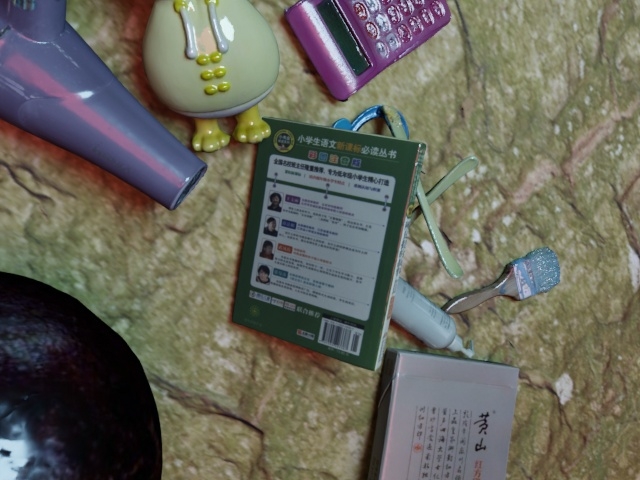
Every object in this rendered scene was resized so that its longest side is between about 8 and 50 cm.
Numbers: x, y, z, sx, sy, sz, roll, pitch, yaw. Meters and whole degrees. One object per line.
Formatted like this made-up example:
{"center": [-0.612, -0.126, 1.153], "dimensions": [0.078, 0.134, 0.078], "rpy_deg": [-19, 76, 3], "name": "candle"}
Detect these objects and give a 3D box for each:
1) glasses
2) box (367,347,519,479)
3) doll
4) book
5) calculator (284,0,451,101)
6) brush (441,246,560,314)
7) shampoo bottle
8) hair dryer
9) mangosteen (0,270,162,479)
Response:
{"center": [0.103, -0.036, 0.669], "dimensions": [0.102, 0.207, 0.239], "rpy_deg": [-2, 110, -57], "name": "glasses"}
{"center": [0.165, 0.348, 0.779], "dimensions": [0.204, 0.051, 0.365], "rpy_deg": [10, 86, -16], "name": "box"}
{"center": [-0.118, -0.217, 0.531], "dimensions": [0.141, 0.117, 0.296], "rpy_deg": [-10, 144, 0], "name": "doll"}
{"center": [0.000, 0.000, 0.645], "dimensions": [0.202, 0.027, 0.264], "rpy_deg": [15, 102, 24], "name": "book"}
{"center": [0.062, -0.270, 0.660], "dimensions": [0.190, 0.034, 0.127], "rpy_deg": [-38, 108, -10], "name": "calculator"}
{"center": [0.262, 0.070, 0.801], "dimensions": [0.196, 0.021, 0.070], "rpy_deg": [-20, 108, -7], "name": "brush"}
{"center": [0.147, 0.113, 0.759], "dimensions": [0.195, 0.056, 0.056], "rpy_deg": [37, 91, -19], "name": "shampoo bottle"}
{"center": [-0.194, -0.205, 0.456], "dimensions": [0.301, 0.121, 0.361], "rpy_deg": [37, 136, -6], "name": "hair dryer"}
{"center": [-0.348, 0.187, 0.451], "dimensions": [0.382, 0.382, 0.435], "rpy_deg": [-44, 146, -2], "name": "mangosteen"}
